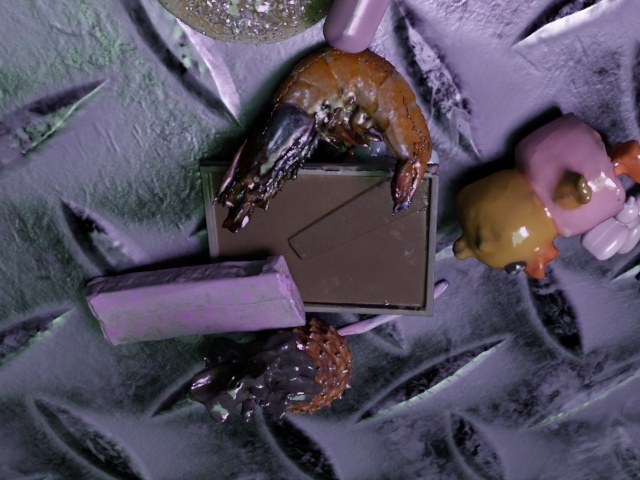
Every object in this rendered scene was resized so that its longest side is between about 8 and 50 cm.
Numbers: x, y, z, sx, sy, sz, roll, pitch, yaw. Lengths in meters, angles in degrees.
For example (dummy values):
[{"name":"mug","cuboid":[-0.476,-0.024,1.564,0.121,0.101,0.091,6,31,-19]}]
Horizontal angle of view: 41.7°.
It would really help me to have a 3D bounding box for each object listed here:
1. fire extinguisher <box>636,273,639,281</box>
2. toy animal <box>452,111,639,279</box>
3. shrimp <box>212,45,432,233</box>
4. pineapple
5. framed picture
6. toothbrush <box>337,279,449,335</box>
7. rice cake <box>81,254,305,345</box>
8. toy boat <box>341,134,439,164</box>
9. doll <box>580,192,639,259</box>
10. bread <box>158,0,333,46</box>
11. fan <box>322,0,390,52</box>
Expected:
[{"name":"fire extinguisher","cuboid":[0.558,0.049,1.397,0.046,0.032,0.100,26,120,9]},{"name":"toy animal","cuboid":[0.307,-0.056,1.171,0.281,0.195,0.169,-42,85,11]},{"name":"shrimp","cuboid":[0.008,-0.093,1.040,0.222,0.054,0.290,42,94,5]},{"name":"pineapple","cuboid":[-0.070,0.183,1.168,0.310,0.170,0.141,2,108,-67]},{"name":"framed picture","cuboid":[0.000,0.000,1.134,0.314,0.024,0.232,3,121,7]},{"name":"toothbrush","cuboid":[0.081,0.127,1.321,0.269,0.021,0.027,-26,140,4]},{"name":"rice cake","cuboid":[-0.174,0.083,1.160,0.297,0.050,0.106,-7,128,11]},{"name":"toy boat","cuboid":[0.079,-0.032,1.167,0.155,0.085,0.227,10,121,-23]},{"name":"doll","cuboid":[0.474,-0.047,1.260,0.161,0.059,0.160,-9,139,-51]},{"name":"bread","cuboid":[-0.076,-0.337,0.933,0.266,0.040,0.267,-8,127,-10]},{"name":"fan","cuboid":[0.069,-0.327,0.934,0.130,0.074,0.244,8,115,-46]}]
